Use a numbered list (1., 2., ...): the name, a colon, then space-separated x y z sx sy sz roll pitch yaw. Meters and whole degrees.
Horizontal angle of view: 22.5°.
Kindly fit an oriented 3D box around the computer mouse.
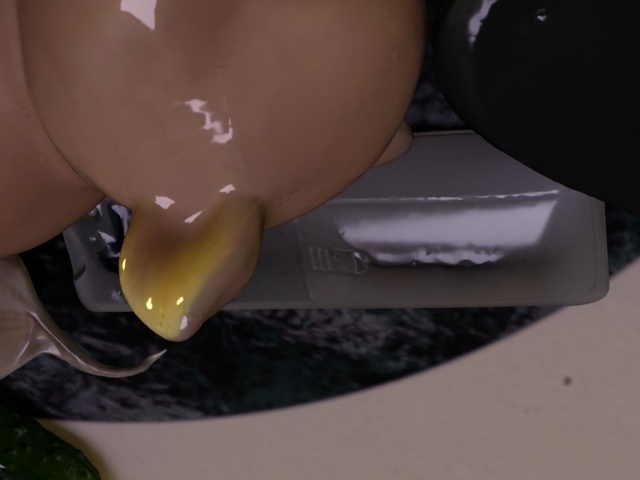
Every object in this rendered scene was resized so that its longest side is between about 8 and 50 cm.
1. computer mouse: 0.154 -0.086 0.768 0.269 0.086 0.137 22 116 -35

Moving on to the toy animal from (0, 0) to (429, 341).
1. toy animal: -0.105 -0.092 0.756 0.326 0.237 0.269 -38 93 33

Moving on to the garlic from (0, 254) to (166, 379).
1. garlic: -0.235 0.033 0.924 0.266 0.128 0.148 -10 141 14

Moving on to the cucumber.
1. cucumber: -0.227 0.126 1.026 0.227 0.069 0.069 31 126 -17

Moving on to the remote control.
1. remote control: 0.000 0.000 0.892 0.313 0.055 0.109 -2 126 13
